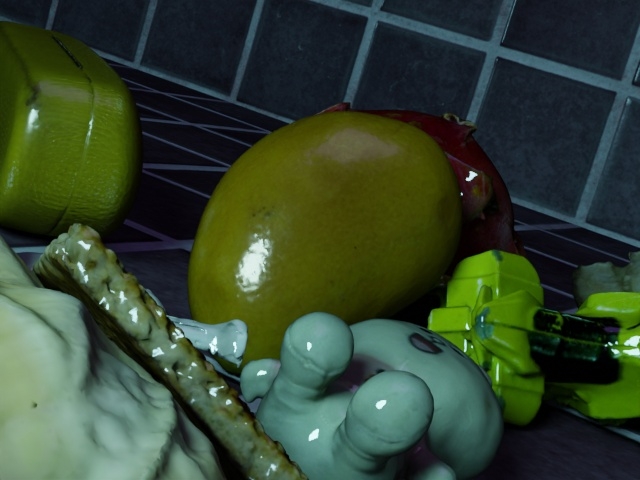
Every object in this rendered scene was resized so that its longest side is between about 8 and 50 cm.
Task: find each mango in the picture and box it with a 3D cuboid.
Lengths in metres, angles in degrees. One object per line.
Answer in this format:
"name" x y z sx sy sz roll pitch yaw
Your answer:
"mango" -0.002 -0.007 0.993 0.255 0.139 0.175 -31 78 -28

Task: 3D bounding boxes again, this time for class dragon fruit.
"dragon fruit" 0.065 -0.020 1.204 0.315 0.250 0.250 19 10 -6

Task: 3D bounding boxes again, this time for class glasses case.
"glasses case" -0.263 -0.104 1.238 0.141 0.173 0.371 11 14 -23

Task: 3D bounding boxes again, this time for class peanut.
"peanut" -0.139 0.087 0.465 0.174 0.158 0.340 52 -14 -32

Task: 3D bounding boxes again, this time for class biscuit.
"biscuit" -0.041 0.090 0.538 0.231 0.025 0.131 51 -17 -7

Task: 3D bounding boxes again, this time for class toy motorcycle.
"toy motorcycle" 0.247 0.100 1.091 0.342 0.142 0.206 11 -26 -30

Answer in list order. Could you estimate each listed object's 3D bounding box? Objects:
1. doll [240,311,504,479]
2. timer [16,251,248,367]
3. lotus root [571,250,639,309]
"doll" 0.036 0.110 0.797 0.155 0.113 0.275 30 7 18
"timer" -0.187 0.034 0.748 0.266 0.175 0.175 23 3 -41
"lotus root" 0.404 0.107 1.359 0.210 0.141 0.314 -18 17 -1
